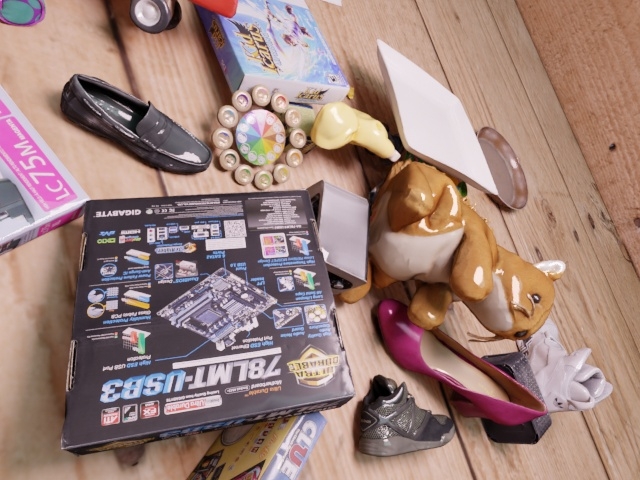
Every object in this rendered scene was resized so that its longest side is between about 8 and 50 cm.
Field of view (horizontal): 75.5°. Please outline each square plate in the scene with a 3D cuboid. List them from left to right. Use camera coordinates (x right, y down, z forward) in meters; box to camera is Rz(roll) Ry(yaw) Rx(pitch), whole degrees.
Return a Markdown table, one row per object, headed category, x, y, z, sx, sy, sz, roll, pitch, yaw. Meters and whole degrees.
| category | x | y | z | sx | sy | sz | roll | pitch | yaw |
| --- | --- | --- | --- | --- | --- | --- | --- | --- | --- |
| square plate | 0.275 | -0.288 | 1.008 | 0.348 | 0.049 | 0.343 | 16 | 53 | -36 |

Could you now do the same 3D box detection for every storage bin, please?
| category | x | y | z | sx | sy | sz | roll | pitch | yaw |
| --- | --- | --- | --- | --- | --- | --- | --- | --- | --- |
| storage bin | 0.430 | 0.361 | 0.952 | 0.085 | 0.122 | 0.179 | -10 | 78 | -43 |

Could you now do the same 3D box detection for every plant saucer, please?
| category | x | y | z | sx | sy | sz | roll | pitch | yaw |
| --- | --- | --- | --- | --- | --- | --- | --- | --- | --- |
| plant saucer | 0.607 | -0.240 | 1.413 | 0.311 | 0.050 | 0.310 | 17 | 61 | -34 |

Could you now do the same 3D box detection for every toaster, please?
| category | x | y | z | sx | sy | sz | roll | pitch | yaw |
| --- | --- | --- | --- | --- | --- | --- | --- | --- | --- |
| toaster | 0.000 | 0.000 | 0.710 | 0.110 | 0.168 | 0.185 | 23 | 59 | -30 |

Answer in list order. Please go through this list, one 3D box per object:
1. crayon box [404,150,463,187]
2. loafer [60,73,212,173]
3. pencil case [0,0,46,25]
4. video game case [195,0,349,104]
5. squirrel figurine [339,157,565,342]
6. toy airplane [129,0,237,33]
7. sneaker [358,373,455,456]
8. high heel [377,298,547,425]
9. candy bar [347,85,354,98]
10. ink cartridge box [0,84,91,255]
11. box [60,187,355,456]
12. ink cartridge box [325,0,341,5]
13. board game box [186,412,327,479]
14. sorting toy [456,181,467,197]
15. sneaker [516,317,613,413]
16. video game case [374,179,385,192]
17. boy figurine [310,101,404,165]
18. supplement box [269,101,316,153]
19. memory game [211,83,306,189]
| category | x | y | z | sx | sy | sz | roll | pitch | yaw |
| --- | --- | --- | --- | --- | --- | --- | --- | --- | --- |
| crayon box | 0.319 | -0.222 | 1.137 | 0.166 | 0.081 | 0.278 | 34 | 53 | -25 |
| loafer | -0.263 | -0.169 | 0.620 | 0.224 | 0.078 | 0.076 | 24 | 58 | -31 |
| pencil case | -0.438 | -0.385 | 0.575 | 0.070 | 0.065 | 0.151 | -8 | 76 | -59 |
| video game case | -0.096 | -0.397 | 0.828 | 0.245 | 0.061 | 0.269 | -10 | 68 | -36 |
| squirrel figurine | 0.277 | 0.013 | 0.828 | 0.371 | 0.280 | 0.396 | 25 | 33 | -3 |
| toy airplane | -0.300 | -0.529 | 0.580 | 0.386 | 0.272 | 0.384 | 52 | 17 | 18 |
| sneaker | 0.167 | 0.318 | 0.771 | 0.228 | 0.087 | 0.130 | 10 | 72 | -31 |
| high heel | 0.284 | 0.236 | 0.840 | 0.377 | 0.181 | 0.127 | 43 | 50 | -18 |
| candy bar | 0.020 | -0.400 | 1.003 | 0.162 | 0.018 | 0.040 | 26 | 56 | -31 |
| ink cartridge box | -0.442 | -0.041 | 0.429 | 0.185 | 0.065 | 0.311 | 55 | 49 | -7 |
| box | -0.133 | 0.075 | 0.510 | 0.296 | 0.073 | 0.292 | -5 | 61 | -16 |
| ink cartridge box | -0.015 | -0.730 | 1.113 | 0.146 | 0.045 | 0.179 | -15 | 100 | -44 |
| board game box | -0.111 | 0.303 | 0.488 | 0.042 | 0.165 | 0.243 | 51 | 48 | -12 |
| sorting toy | 0.327 | -0.108 | 1.025 | 0.101 | 0.042 | 0.061 | -54 | 129 | -31 |
| sneaker | 0.627 | 0.318 | 1.077 | 0.366 | 0.210 | 0.137 | -38 | 98 | -43 |
| video game case | 0.189 | -0.097 | 1.021 | 0.087 | 0.011 | 0.121 | -38 | 97 | -44 |
| boy figurine | 0.087 | -0.219 | 0.867 | 0.177 | 0.092 | 0.285 | 41 | 25 | 22 |
| supplement box | -0.053 | -0.228 | 0.840 | 0.083 | 0.056 | 0.083 | -7 | 76 | -42 |
| memory game | -0.104 | -0.184 | 0.747 | 0.186 | 0.012 | 0.185 | -9 | 107 | -32 |
